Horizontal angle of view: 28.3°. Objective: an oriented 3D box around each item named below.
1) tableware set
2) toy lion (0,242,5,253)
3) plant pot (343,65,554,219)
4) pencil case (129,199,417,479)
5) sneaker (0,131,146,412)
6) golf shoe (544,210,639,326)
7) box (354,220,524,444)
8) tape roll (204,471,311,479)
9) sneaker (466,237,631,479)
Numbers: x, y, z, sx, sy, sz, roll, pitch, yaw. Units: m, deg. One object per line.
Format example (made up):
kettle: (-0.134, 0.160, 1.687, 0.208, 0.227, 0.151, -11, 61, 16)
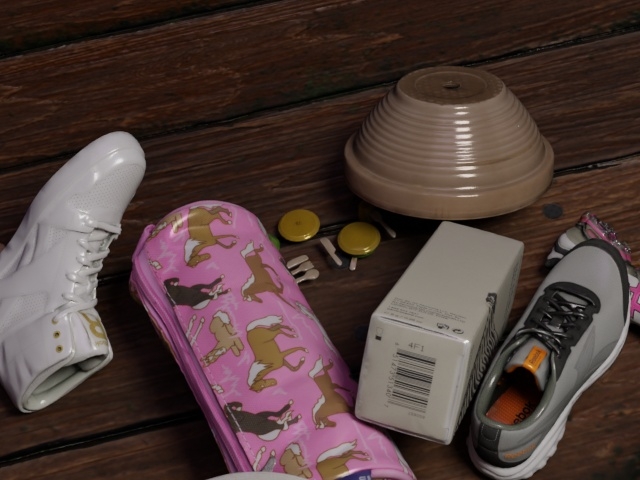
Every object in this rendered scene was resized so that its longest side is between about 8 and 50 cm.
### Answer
tableware set: (0.000, 0.000, 1.432, 0.154, 0.024, 0.104, -26, 52, -14)
toy lion: (-0.402, 0.037, 1.429, 0.096, 0.034, 0.100, 5, 53, 17)
plant pot: (0.142, -0.123, 1.408, 0.237, 0.109, 0.237, -1, 28, 1)
pencil case: (-0.057, 0.134, 1.245, 0.160, 0.167, 0.386, -32, 54, 0)
sneaker: (-0.245, 0.043, 1.315, 0.169, 0.108, 0.292, 46, 104, 27)
golf shoe: (0.319, 0.059, 1.344, 0.086, 0.067, 0.186, -46, 64, 13)
box: (0.121, 0.080, 1.226, 0.094, 0.113, 0.275, 15, 24, 14)
tape roll: (-0.054, 0.377, 0.996, 0.392, 0.072, 0.392, -11, 67, 28)
sneaker: (0.231, 0.108, 1.253, 0.100, 0.108, 0.271, 22, 66, 24)
